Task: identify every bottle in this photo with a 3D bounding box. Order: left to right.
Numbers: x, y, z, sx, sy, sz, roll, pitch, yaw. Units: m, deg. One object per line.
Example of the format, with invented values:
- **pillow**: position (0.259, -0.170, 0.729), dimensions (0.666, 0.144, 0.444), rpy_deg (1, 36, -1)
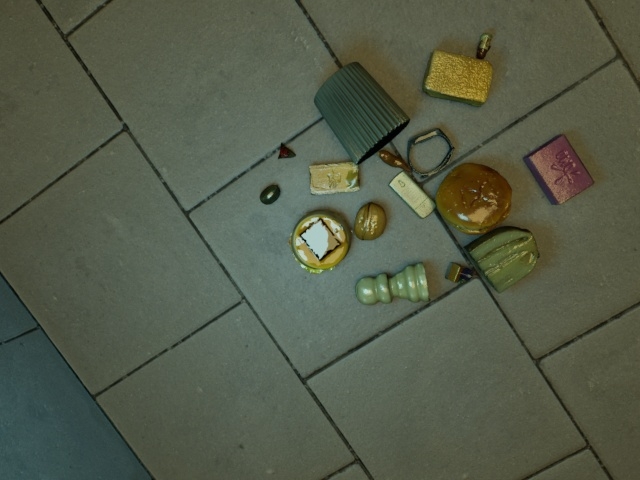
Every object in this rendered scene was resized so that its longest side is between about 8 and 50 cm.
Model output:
- **bottle**: position (0.706, -0.834, 1.799), dimensions (0.063, 0.047, 0.101), rpy_deg (13, 99, -8)

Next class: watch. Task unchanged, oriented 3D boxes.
- **watch**: position (0.492, -0.390, 1.865), dimensions (0.206, 0.068, 0.193), rpy_deg (-19, 99, 10)

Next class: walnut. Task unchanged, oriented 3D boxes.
- **walnut**: position (0.226, -0.086, 1.888), dimensions (0.144, 0.144, 0.180), rpy_deg (8, 93, 3)

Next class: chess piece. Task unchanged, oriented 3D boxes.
- **chess piece**: position (0.324, 0.216, 1.915), dimensions (0.330, 0.182, 0.183), rpy_deg (-11, 96, 12)

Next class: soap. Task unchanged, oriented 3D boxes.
- **soap**: position (0.062, -0.281, 1.907), dimensions (0.233, 0.076, 0.135), rpy_deg (-4, 96, 6)
- **soap**: position (1.038, -0.309, 1.822), dimensions (0.181, 0.081, 0.259), rpy_deg (-33, 94, 8)

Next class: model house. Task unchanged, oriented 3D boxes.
- **model house**: position (0.636, 0.158, 1.905), dimensions (0.100, 0.100, 0.088), rpy_deg (19, 98, 1)

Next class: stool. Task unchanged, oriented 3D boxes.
- **stool**: position (0.165, -0.539, 1.768), dimensions (0.297, 0.297, 0.330), rpy_deg (-38, 88, 8)

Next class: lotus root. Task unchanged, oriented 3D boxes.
- **lotus root**: position (0.802, 0.044, 1.839), dimensions (0.260, 0.149, 0.267), rpy_deg (-39, 109, 10)

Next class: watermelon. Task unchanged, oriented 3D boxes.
- **watermelon**: position (-0.232, -0.213, 1.937), dimensions (0.110, 0.078, 0.078), rpy_deg (-39, 93, 6)

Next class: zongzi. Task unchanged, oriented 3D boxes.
- **zongzi**: position (-0.169, -0.399, 1.930), dimensions (0.083, 0.067, 0.074), rpy_deg (39, 111, 17)

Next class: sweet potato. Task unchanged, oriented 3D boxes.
- **sweet potato**: position (0.339, -0.356, 1.886), dimensions (0.194, 0.056, 0.057), rpy_deg (24, 99, -10)

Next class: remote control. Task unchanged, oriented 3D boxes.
- **remote control**: position (0.420, -0.207, 1.907), dimensions (0.098, 0.038, 0.233), rpy_deg (-45, 91, 8)

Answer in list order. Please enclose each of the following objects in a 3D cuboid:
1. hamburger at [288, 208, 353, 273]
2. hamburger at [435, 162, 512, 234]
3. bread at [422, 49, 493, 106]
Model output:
- **hamburger**: position (0.000, 0.000, 1.898), dimensions (0.294, 0.179, 0.276), rpy_deg (-41, 95, 5)
- **hamburger**: position (0.656, -0.185, 1.802), dimensions (0.314, 0.170, 0.290), rpy_deg (41, 90, 27)
- **bread**: position (0.588, -0.696, 1.796), dimensions (0.274, 0.114, 0.185), rpy_deg (14, 95, 1)
